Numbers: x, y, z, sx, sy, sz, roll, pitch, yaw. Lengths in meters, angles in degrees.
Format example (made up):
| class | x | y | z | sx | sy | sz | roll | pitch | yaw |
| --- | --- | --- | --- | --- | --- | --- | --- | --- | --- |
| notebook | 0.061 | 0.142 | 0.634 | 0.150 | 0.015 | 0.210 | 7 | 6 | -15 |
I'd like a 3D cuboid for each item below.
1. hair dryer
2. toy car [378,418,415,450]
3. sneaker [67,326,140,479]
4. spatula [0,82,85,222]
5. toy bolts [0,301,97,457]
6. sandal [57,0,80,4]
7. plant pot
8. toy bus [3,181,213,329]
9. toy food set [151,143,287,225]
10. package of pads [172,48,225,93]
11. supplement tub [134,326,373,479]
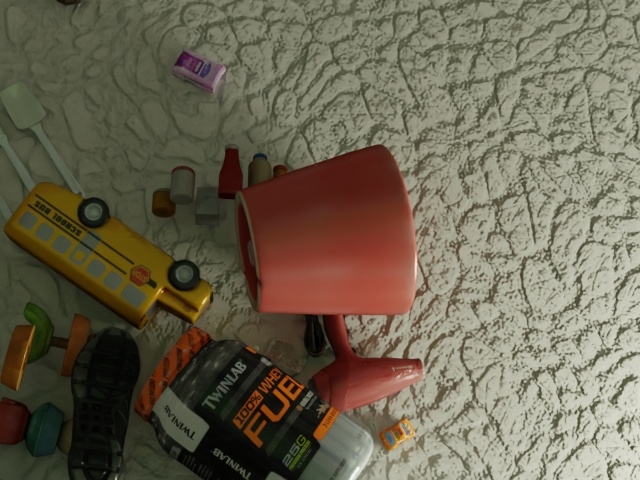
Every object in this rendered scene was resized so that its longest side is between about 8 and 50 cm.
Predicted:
| class | x | y | z | sx | sy | sz | roll | pitch | yaw |
| --- | --- | --- | --- | --- | --- | --- | --- | --- | --- |
| hair dryer | 0.033 | 0.171 | 1.911 | 0.293 | 0.080 | 0.224 | 26 | 73 | 2 |
| toy car | 0.135 | 0.349 | 1.889 | 0.060 | 0.040 | 0.122 | -11 | 75 | -8 |
| sneaker | -0.338 | 0.263 | 1.780 | 0.101 | 0.106 | 0.267 | 11 | 63 | -9 |
| spatula | -0.514 | -0.137 | 1.984 | 0.168 | 0.019 | 0.242 | -32 | 79 | -14 |
| toy bolts | -0.408 | 0.230 | 1.807 | 0.158 | 0.218 | 0.229 | 15 | 91 | -9 |
| sandal | -0.425 | -0.522 | 2.087 | 0.090 | 0.060 | 0.219 | 9 | 88 | 4 |
| plant pot | 0.000 | 0.000 | 1.851 | 0.243 | 0.275 | 0.275 | -9 | 75 | -12 |
| toy bus | -0.336 | 0.034 | 1.899 | 0.332 | 0.108 | 0.130 | 34 | 76 | 3 |
| toy food set | -0.164 | -0.097 | 1.959 | 0.232 | 0.111 | 0.105 | 2 | 62 | -3 |
| package of pads | -0.213 | -0.297 | 2.049 | 0.083 | 0.032 | 0.050 | 26 | 71 | 3 |
| supplement tub | -0.104 | 0.293 | 1.798 | 0.338 | 0.207 | 0.207 | 34 | 74 | 5 |
